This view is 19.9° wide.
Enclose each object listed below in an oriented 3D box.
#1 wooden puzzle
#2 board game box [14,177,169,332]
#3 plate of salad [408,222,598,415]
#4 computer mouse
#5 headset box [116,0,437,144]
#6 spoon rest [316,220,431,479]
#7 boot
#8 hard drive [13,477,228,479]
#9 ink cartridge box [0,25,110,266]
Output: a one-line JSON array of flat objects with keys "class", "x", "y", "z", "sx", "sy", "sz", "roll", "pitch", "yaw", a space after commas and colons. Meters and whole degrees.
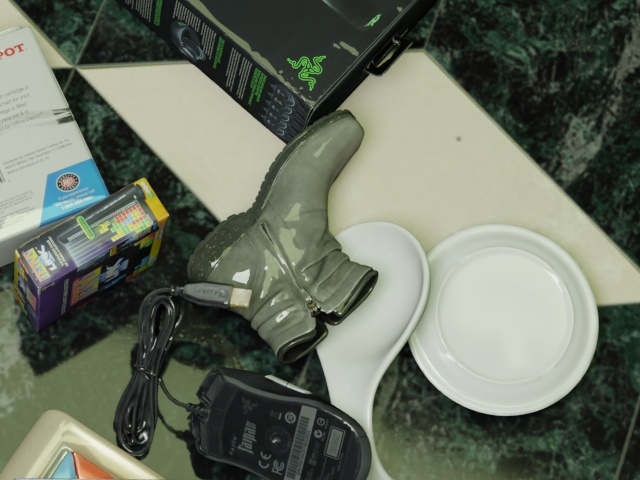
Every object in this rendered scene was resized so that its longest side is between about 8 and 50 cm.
[{"class": "wooden puzzle", "x": -0.218, "y": 0.305, "z": 1.716, "sx": 0.239, "sy": 0.044, "sz": 0.221, "roll": 32, "pitch": 70, "yaw": 2}, {"class": "board game box", "x": -0.221, "y": 0.016, "z": 1.744, "sx": 0.141, "sy": 0.170, "sz": 0.048, "roll": -32, "pitch": 81, "yaw": -16}, {"class": "plate of salad", "x": 0.182, "y": 0.081, "z": 1.851, "sx": 0.200, "sy": 0.048, "sz": 0.200, "roll": 2, "pitch": 74, "yaw": -7}, {"class": "computer mouse", "x": -0.062, "y": 0.136, "z": 1.738, "sx": 0.262, "sy": 0.060, "sz": 0.184, "roll": 12, "pitch": 101, "yaw": 18}, {"class": "headset box", "x": -0.031, "y": -0.269, "z": 1.890, "sx": 0.283, "sy": 0.131, "sz": 0.246, "roll": 42, "pitch": 71, "yaw": 5}, {"class": "spoon rest", "x": 0.048, "y": 0.112, "z": 1.791, "sx": 0.137, "sy": 0.084, "sz": 0.276, "roll": -10, "pitch": 72, "yaw": 26}, {"class": "boot", "x": 0.000, "y": 0.000, "z": 1.810, "sx": 0.161, "sy": 0.083, "sz": 0.246, "roll": 36, "pitch": 77, "yaw": 24}, {"class": "hard drive", "x": -0.178, "y": 0.378, "z": 1.663, "sx": 0.210, "sy": 0.040, "sz": 0.318, "roll": 2, "pitch": 79, "yaw": -9}, {"class": "ink cartridge box", "x": -0.316, "y": -0.090, "z": 1.808, "sx": 0.148, "sy": 0.086, "sz": 0.203, "roll": -22, "pitch": 76, "yaw": -16}]
